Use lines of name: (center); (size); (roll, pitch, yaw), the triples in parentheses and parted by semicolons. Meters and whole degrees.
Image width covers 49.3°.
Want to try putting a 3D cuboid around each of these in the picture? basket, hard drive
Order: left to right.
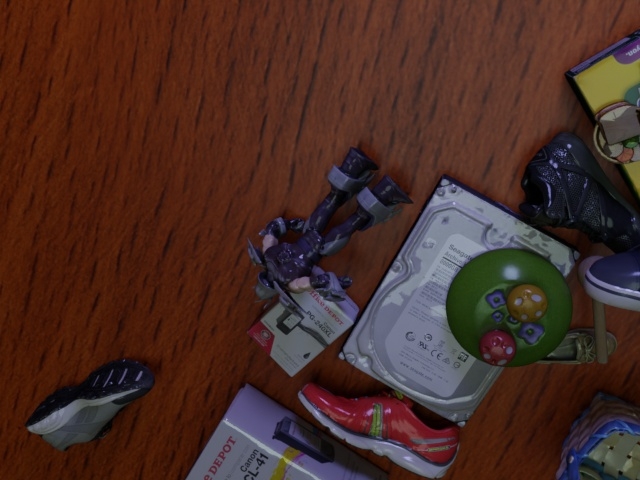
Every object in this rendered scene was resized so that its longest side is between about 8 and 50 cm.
hard drive: (0.208, 0.098, 1.090); (0.237, 0.064, 0.339); (30, 106, 2)
basket: (0.471, 0.371, 0.994); (0.255, 0.289, 0.201); (26, 109, 5)

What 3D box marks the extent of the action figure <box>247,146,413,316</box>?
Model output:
action figure: (0.000, 0.000, 1.067); (0.285, 0.099, 0.185); (-45, 66, 8)

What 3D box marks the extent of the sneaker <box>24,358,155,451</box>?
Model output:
sneaker: (-0.402, 0.301, 1.264); (0.272, 0.100, 0.108); (-27, 112, 20)

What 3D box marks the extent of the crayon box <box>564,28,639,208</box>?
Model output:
crayon box: (0.569, -0.181, 0.921); (0.363, 0.106, 0.313); (-30, 99, 19)

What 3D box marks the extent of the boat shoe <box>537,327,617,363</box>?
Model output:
boat shoe: (0.381, 0.169, 1.084); (0.153, 0.048, 0.056); (0, 105, 12)

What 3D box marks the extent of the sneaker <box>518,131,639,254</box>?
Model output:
sneaker: (0.369, -0.030, 0.993); (0.130, 0.087, 0.227); (-39, 92, -8)

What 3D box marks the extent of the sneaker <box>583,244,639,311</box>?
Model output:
sneaker: (0.499, 0.015, 0.875); (0.321, 0.126, 0.127); (-1, 111, 4)

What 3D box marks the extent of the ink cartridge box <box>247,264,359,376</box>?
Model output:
ink cartridge box: (-0.028, 0.132, 1.149); (0.109, 0.063, 0.150); (45, 109, -3)

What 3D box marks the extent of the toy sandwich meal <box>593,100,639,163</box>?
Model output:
toy sandwich meal: (0.393, -0.138, 0.901); (0.086, 0.029, 0.085); (4, 108, 14)

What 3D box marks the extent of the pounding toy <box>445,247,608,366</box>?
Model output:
pounding toy: (0.297, 0.111, 0.986); (0.237, 0.110, 0.182); (-1, 104, 11)

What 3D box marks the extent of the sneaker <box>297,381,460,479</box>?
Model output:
sneaker: (0.100, 0.288, 1.164); (0.279, 0.107, 0.118); (23, 90, 1)

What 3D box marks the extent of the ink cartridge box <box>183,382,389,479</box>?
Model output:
ink cartridge box: (-0.070, 0.434, 1.207); (0.306, 0.131, 0.226); (31, 109, 0)
